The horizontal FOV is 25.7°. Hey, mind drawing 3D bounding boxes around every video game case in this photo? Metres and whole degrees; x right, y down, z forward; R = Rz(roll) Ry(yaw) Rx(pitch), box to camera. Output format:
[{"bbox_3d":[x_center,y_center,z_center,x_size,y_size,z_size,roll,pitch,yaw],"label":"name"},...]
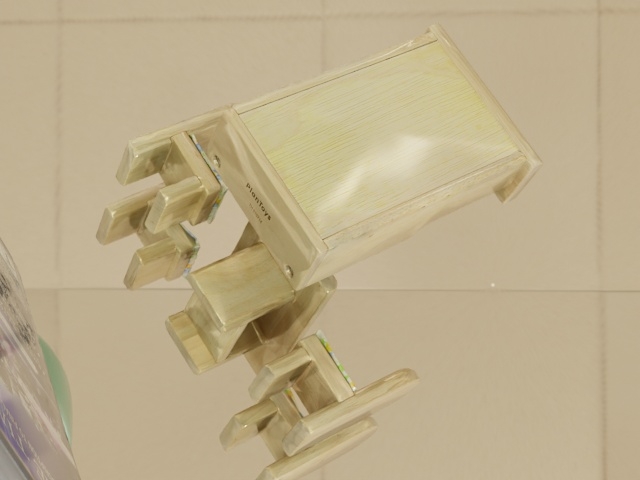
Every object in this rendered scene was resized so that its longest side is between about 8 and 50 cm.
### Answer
[{"bbox_3d":[-0.160,0.013,0.593,0.026,0.274,0.196,-26,125,-4],"label":"video game case"}]

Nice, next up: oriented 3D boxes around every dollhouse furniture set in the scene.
[{"bbox_3d":[0.000,0.000,0.867,0.161,0.242,0.212,-24,71,-31],"label":"dollhouse furniture set"}]

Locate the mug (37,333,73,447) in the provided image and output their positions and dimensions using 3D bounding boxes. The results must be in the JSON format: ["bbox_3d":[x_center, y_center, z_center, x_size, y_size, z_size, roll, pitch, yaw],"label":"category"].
[{"bbox_3d":[-0.226,0.097,0.869,0.129,0.097,0.157,-26,113,2],"label":"mug"}]
